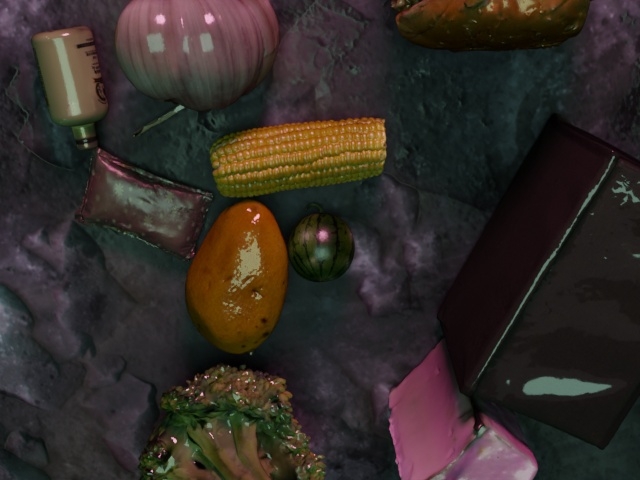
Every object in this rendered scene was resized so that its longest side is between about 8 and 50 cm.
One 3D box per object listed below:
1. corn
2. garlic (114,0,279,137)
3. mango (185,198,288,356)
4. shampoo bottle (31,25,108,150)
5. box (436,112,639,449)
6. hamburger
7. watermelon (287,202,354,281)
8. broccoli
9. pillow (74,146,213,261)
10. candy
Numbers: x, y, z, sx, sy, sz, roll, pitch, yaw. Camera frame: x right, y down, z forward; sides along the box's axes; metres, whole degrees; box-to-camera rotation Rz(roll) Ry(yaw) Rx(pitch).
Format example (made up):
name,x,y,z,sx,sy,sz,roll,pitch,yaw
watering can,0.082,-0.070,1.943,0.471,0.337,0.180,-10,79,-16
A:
name,x,y,z,sx,sy,sz,roll,pitch,yaw
corn,-0.028,-0.115,1.085,0.244,0.093,0.093,-9,107,2
garlic,-0.188,-0.254,1.033,0.257,0.207,0.207,-25,109,44
mango,-0.118,0.050,1.124,0.147,0.109,0.227,16,108,21
shampoo bottle,-0.328,-0.200,1.066,0.079,0.079,0.161,-8,107,3
box,0.334,0.047,1.050,0.205,0.251,0.345,25,106,-8
hamburger,0.212,-0.331,0.947,0.261,0.245,0.211,-8,107,-18
watermelon,0.003,0.006,1.121,0.109,0.109,0.108,0,108,0
broccoli,-0.124,0.320,1.161,0.260,0.235,0.288,-1,121,37
pillow,-0.253,-0.048,1.133,0.185,0.043,0.118,20,104,-6
candy,0.184,0.263,1.114,0.116,0.265,0.155,37,104,-14
